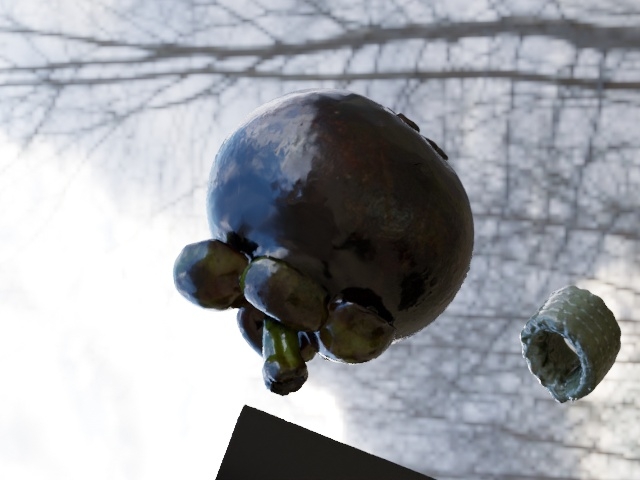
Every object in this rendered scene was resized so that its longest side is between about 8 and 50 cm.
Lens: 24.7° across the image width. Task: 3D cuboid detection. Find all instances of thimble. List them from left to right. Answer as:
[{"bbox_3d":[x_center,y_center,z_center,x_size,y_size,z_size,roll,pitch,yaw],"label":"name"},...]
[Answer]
[{"bbox_3d":[0.239,0.101,1.392,0.062,0.084,0.110,-42,-38,-37],"label":"thimble"}]

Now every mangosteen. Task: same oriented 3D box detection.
[{"bbox_3d":[0.009,-0.010,1.632,0.330,0.330,0.330,1,-90,-74],"label":"mangosteen"}]

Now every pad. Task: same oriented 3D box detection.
[{"bbox_3d":[0.005,0.354,1.964,0.005,0.300,0.202,114,177,-52],"label":"pad"}]
